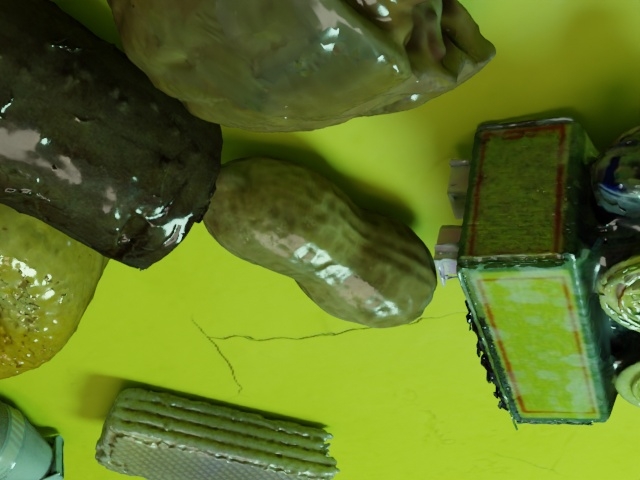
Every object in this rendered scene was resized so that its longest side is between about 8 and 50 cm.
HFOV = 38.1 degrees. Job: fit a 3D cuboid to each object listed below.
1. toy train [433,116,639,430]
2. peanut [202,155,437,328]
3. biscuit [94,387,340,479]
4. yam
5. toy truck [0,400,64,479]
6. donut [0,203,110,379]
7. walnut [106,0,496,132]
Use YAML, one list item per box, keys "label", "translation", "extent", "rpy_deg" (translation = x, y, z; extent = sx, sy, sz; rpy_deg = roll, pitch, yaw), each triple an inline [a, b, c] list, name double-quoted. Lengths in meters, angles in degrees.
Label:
- label: "toy train"
  translation: [0.191, 0.027, 0.626]
  extent: [0.178, 0.134, 0.261]
  rpy_deg: [-3, 141, 23]
- label: "peanut"
  translation: [-0.001, 0.001, 0.651]
  extent: [0.193, 0.089, 0.089]
  rpy_deg: [33, 134, -26]
- label: "biscuit"
  translation: [-0.104, 0.214, 0.944]
  extent: [0.239, 0.061, 0.108]
  rpy_deg: [16, 142, -13]
- label: "yam"
  translation: [-0.185, -0.088, 0.522]
  extent: [0.280, 0.131, 0.131]
  rpy_deg: [31, 135, -31]
- label: "toy truck"
  translation: [-0.365, 0.190, 0.909]
  extent: [0.140, 0.108, 0.256]
  rpy_deg: [-17, 140, 6]
- label: "donut"
  translation: [-0.291, 0.009, 0.663]
  extent: [0.278, 0.108, 0.277]
  rpy_deg: [3, 141, 2]
- label: "walnut"
  translation: [-0.020, -0.130, 0.441]
  extent: [0.204, 0.141, 0.238]
  rpy_deg: [1, 139, 11]
